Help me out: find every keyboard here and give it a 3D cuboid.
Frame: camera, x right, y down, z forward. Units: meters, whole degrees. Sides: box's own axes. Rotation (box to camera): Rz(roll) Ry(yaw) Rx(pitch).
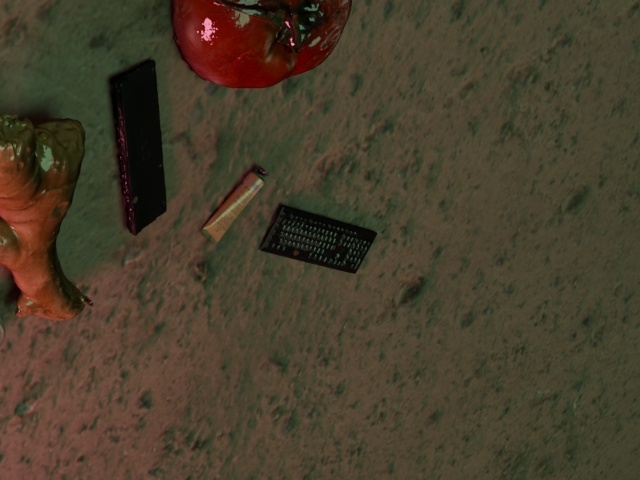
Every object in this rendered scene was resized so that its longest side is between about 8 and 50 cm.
[{"bbox_3d":[-0.191,-0.098,1.950,0.060,0.018,0.195,-36,139,-39],"label":"keyboard"},{"bbox_3d":[0.000,0.000,2.245,0.198,0.010,0.064,15,105,-53],"label":"keyboard"}]

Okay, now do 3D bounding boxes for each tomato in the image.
[{"bbox_3d":[-0.043,-0.253,1.947,0.228,0.101,0.228,-31,139,-32],"label":"tomato"}]

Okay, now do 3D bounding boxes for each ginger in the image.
[{"bbox_3d":[-0.285,-0.028,1.831,0.334,0.081,0.148,94,20,-48],"label":"ginger"}]

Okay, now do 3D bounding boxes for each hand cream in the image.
[{"bbox_3d":[-0.097,-0.042,2.097,0.102,0.022,0.035,-51,144,-2],"label":"hand cream"}]

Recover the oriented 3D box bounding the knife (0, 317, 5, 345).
[{"bbox_3d":[-0.423,0.165,1.844,0.265,0.040,0.073,-42,149,-22],"label":"knife"}]
